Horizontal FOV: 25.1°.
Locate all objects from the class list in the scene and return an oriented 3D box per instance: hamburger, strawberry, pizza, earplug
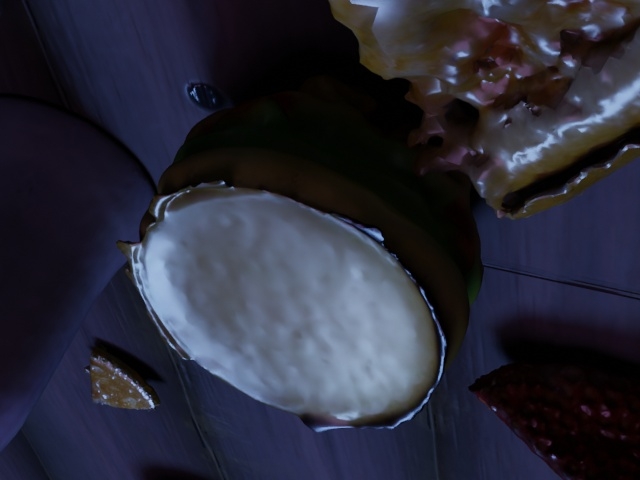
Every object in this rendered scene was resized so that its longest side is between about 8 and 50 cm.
[{"bbox_3d":[0.000,0.000,0.919,0.237,0.149,0.237,15,138,13],"label":"hamburger"},{"bbox_3d":[0.238,0.161,1.055,0.236,0.107,0.175,43,180,-26],"label":"strawberry"},{"bbox_3d":[-0.194,0.132,1.355,0.083,0.025,0.078,43,139,-17],"label":"pizza"},{"bbox_3d":[-0.252,0.063,1.028,0.172,0.301,0.172,16,147,11],"label":"earplug"},{"bbox_3d":[0.111,-0.178,0.626,0.392,0.080,0.435,-17,138,39],"label":"pizza"}]

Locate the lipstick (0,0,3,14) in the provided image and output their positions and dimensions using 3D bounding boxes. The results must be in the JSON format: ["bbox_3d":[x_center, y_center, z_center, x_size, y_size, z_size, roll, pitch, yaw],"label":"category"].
[{"bbox_3d":[-0.276,-0.143,0.980,0.158,0.048,0.048,-15,131,45],"label":"lipstick"}]
